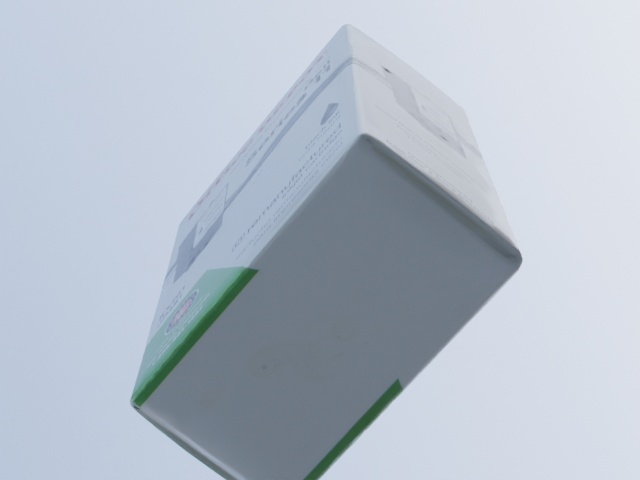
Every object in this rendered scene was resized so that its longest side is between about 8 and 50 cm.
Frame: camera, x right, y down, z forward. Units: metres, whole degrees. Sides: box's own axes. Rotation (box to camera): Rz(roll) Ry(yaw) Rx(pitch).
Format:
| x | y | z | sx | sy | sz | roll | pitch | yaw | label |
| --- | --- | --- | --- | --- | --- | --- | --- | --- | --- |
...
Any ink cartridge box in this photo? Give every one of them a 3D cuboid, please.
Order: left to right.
| x | y | z | sx | sy | sz | roll | pitch | yaw | label |
| --- | --- | --- | --- | --- | --- | --- | --- | --- | --- |
| 0.000 | 0.000 | 0.610 | 0.087 | 0.208 | 0.153 | 37 | -74 | -13 | ink cartridge box |
